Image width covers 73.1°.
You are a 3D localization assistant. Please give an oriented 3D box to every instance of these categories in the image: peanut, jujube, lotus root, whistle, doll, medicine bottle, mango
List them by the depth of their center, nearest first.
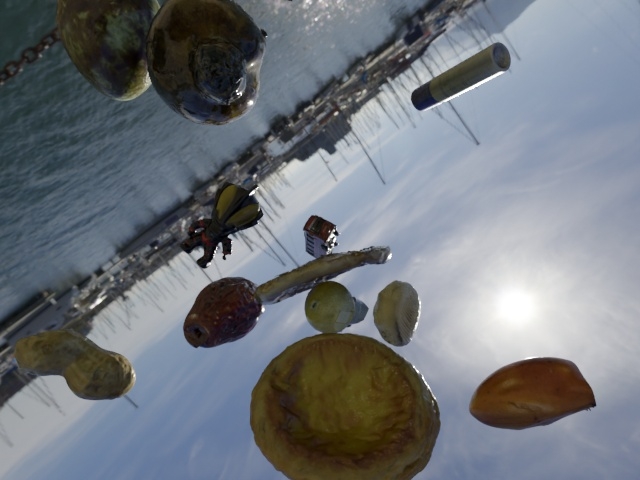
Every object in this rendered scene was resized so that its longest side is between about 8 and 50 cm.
[{"bbox_3d":[-0.112,-0.175,0.421,0.120,0.120,0.210,-37,-146,4],"label":"lotus root"},{"bbox_3d":[-0.477,0.245,0.852,0.098,0.229,0.103,-59,-158,-12],"label":"peanut"},{"bbox_3d":[0.289,-0.340,0.920,0.059,0.059,0.230,-43,-164,-25],"label":"medicine bottle"},{"bbox_3d":[0.038,0.156,1.013,0.122,0.123,0.223,-33,152,25],"label":"whistle"},{"bbox_3d":[0.479,0.365,1.019,0.256,0.187,0.138,-12,-135,10],"label":"mango"},{"bbox_3d":[-0.237,-0.047,1.082,0.249,0.127,0.088,-46,-145,-6],"label":"doll"},{"bbox_3d":[-0.282,0.217,1.302,0.197,0.197,0.290,-32,-179,29],"label":"jujube"}]

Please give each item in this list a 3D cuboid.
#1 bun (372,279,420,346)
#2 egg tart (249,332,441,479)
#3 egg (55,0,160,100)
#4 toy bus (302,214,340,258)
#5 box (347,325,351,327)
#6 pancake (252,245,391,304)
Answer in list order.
[{"bbox_3d":[0.245,0.239,1.450,0.134,0.221,0.220,1,-146,35],"label":"bun"},{"bbox_3d":[0.040,0.300,0.739,0.318,0.128,0.319,-2,-146,1],"label":"egg tart"},{"bbox_3d":[-0.494,-0.488,1.034,0.238,0.237,0.290,-78,177,-73],"label":"egg"},{"bbox_3d":[0.000,0.000,1.261,0.074,0.096,0.235,-61,170,-16],"label":"toy bus"},{"bbox_3d":[0.060,0.258,1.486,0.074,0.054,0.099,-4,-164,-16],"label":"box"},{"bbox_3d":[0.007,0.078,1.037,0.355,0.065,0.356,-20,170,-4],"label":"pancake"}]
